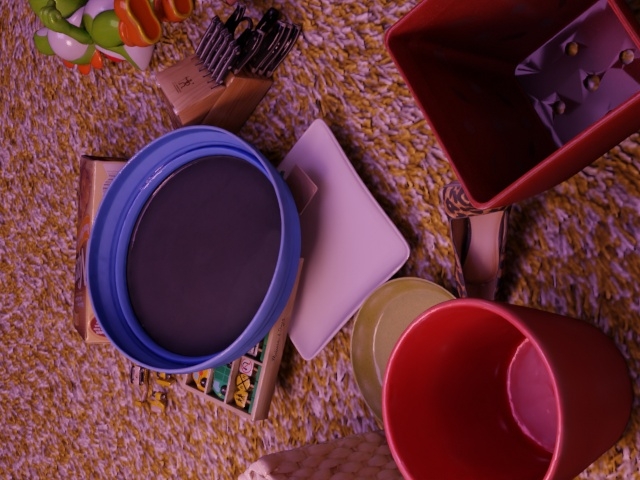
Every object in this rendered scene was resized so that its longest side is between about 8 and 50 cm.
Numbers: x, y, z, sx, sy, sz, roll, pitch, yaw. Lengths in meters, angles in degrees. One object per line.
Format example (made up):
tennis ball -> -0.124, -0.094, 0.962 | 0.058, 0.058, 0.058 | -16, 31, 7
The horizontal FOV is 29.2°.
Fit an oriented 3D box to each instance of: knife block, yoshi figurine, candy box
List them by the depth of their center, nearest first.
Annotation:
knife block -> -0.138, -0.261, 2.018 | 0.088, 0.242, 0.276 | 57, 170, 26
yoshi figurine -> -0.406, -0.420, 2.178 | 0.362, 0.203, 0.203 | -3, 74, 44
candy box -> -0.381, 0.012, 2.179 | 0.183, 0.087, 0.317 | -161, 75, -71

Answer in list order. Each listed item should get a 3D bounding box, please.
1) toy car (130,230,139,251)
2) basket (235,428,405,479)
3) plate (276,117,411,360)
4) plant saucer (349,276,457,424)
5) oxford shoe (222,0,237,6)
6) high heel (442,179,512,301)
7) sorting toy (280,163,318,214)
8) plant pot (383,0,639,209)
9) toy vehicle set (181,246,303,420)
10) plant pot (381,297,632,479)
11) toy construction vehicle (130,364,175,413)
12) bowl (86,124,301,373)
toy car -> -0.233, 0.092, 2.064 | 0.239, 0.053, 0.225 | -1, 85, 11
basket -> 0.011, 0.474, 1.738 | 0.266, 0.331, 0.328 | -52, 60, 28
plate -> 0.000, 0.000, 1.916 | 0.277, 0.045, 0.278 | -48, 61, 31
plant saucer -> 0.147, 0.171, 1.790 | 0.241, 0.037, 0.241 | 6, 99, 40
oxford shoe -> -0.196, -0.542, 2.040 | 0.146, 0.140, 0.397 | -40, 58, 2
high heel -> 0.213, 0.014, 1.614 | 0.093, 0.261, 0.186 | -4, 85, 6
sorting toy -> -0.040, -0.088, 1.910 | 0.083, 0.012, 0.062 | 49, 126, 25
plant pot -> 0.289, -0.211, 1.514 | 0.267, 0.235, 0.267 | -38, 67, 30
toy vehicle set -> -0.126, 0.133, 1.959 | 0.166, 0.035, 0.267 | 17, 98, 37
plant pot -> 0.255, 0.202, 1.565 | 0.275, 0.243, 0.275 | 2, 93, 42
toy construction vehicle -> -0.296, 0.256, 2.202 | 0.085, 0.035, 0.098 | 7, 99, 30
bowl -> -0.199, 0.017, 1.936 | 0.391, 0.077, 0.391 | -8, 75, 31
